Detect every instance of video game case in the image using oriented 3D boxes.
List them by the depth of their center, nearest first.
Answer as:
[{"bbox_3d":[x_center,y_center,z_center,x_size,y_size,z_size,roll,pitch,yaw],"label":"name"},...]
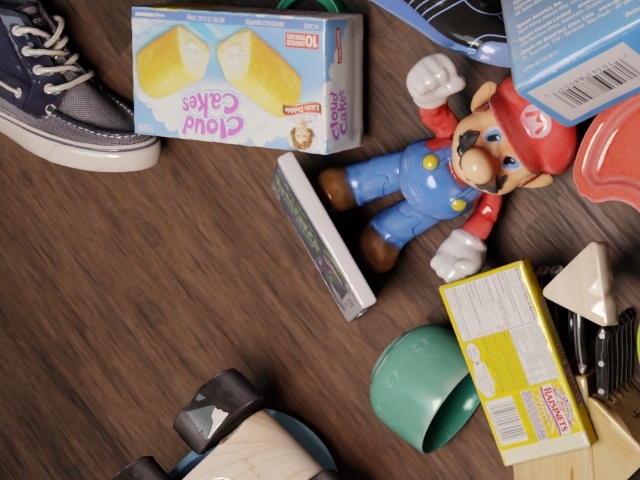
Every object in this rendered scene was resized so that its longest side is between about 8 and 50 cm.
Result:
[{"bbox_3d":[0.000,0.000,1.801,0.022,0.173,0.190,-29,85,-8],"label":"video game case"}]

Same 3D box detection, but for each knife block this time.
[{"bbox_3d":[0.247,0.175,1.724,0.242,0.088,0.275,46,122,15],"label":"knife block"}]

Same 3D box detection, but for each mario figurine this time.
[{"bbox_3d":[0.128,-0.069,1.676,0.321,0.198,0.170,-29,46,40],"label":"mario figurine"}]

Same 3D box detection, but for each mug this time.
[{"bbox_3d":[0.112,0.169,1.782,0.097,0.129,0.157,37,119,23],"label":"mug"}]

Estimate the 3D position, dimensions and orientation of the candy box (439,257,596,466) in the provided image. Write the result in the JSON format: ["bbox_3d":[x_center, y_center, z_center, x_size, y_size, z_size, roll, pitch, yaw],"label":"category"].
[{"bbox_3d":[0.206,0.128,1.667,0.105,0.027,0.205,-19,92,31],"label":"candy box"}]

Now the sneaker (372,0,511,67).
[{"bbox_3d":[0.135,-0.266,1.683,0.232,0.081,0.090,32,122,22],"label":"sneaker"}]

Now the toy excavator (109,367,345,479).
[{"bbox_3d":[-0.152,0.414,1.975,0.433,0.445,0.222,-44,73,-10],"label":"toy excavator"}]

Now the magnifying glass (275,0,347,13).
[{"bbox_3d":[-0.050,-0.200,1.851,0.092,0.026,0.231,49,123,12],"label":"magnifying glass"}]

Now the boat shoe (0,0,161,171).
[{"bbox_3d":[-0.337,-0.205,1.964,0.341,0.127,0.158,22,121,27],"label":"boat shoe"}]

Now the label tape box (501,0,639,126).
[{"bbox_3d":[0.289,-0.311,1.537,0.241,0.106,0.333,-26,55,34],"label":"label tape box"}]

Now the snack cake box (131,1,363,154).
[{"bbox_3d":[-0.084,-0.187,1.809,0.264,0.089,0.152,8,105,30],"label":"snack cake box"}]

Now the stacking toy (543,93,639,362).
[{"bbox_3d":[0.389,0.005,1.559,0.309,0.130,0.279,41,119,37],"label":"stacking toy"}]
